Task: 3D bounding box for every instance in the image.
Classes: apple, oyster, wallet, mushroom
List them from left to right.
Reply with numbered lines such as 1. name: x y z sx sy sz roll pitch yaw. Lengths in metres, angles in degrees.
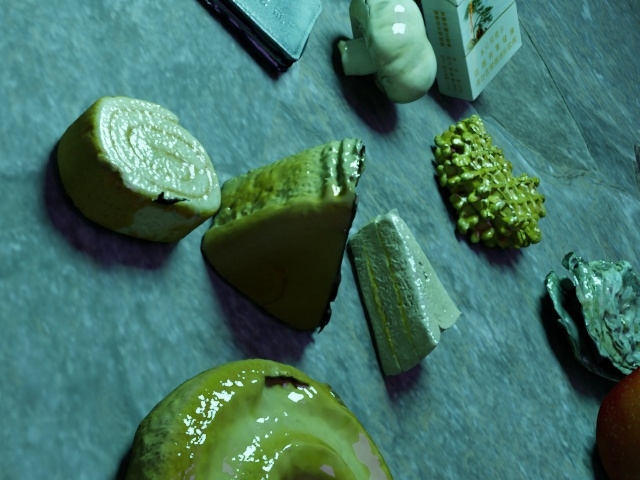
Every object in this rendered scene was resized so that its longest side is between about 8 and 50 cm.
1. wallet: -0.092 -0.315 1.310 0.222 0.036 0.167 44 36 -19
2. mushroom: 0.084 -0.246 1.417 0.154 0.122 0.154 160 -90 -87
3. oyster: 0.417 0.110 1.558 0.268 0.112 0.198 16 52 -50
4. apple: 0.485 0.245 1.408 0.216 0.260 0.260 45 27 26

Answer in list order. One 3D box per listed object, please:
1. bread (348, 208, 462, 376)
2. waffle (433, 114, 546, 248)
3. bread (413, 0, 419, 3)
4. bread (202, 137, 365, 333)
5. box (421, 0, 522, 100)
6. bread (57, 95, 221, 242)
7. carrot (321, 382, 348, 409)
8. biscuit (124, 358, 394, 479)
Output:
1. bread: 0.077 0.055 1.193 0.152 0.077 0.105 55 32 -1
2. waffle: 0.236 -0.080 1.512 0.193 0.070 0.197 22 47 -41
3. bread: 0.119 -0.444 1.594 0.270 0.143 0.195 -9 73 -55
4. bread: 0.000 0.000 1.093 0.160 0.169 0.140 54 29 -34
5. box: 0.211 -0.336 1.551 0.149 0.067 0.233 -51 141 -31
6. bread: -0.160 -0.067 0.989 0.149 0.073 0.122 15 50 -46
7. carrot: 0.041 0.223 1.047 0.047 0.047 0.191 -12 67 -55
8. biscuit: -0.030 0.236 0.892 0.296 0.102 0.296 32 44 -36
